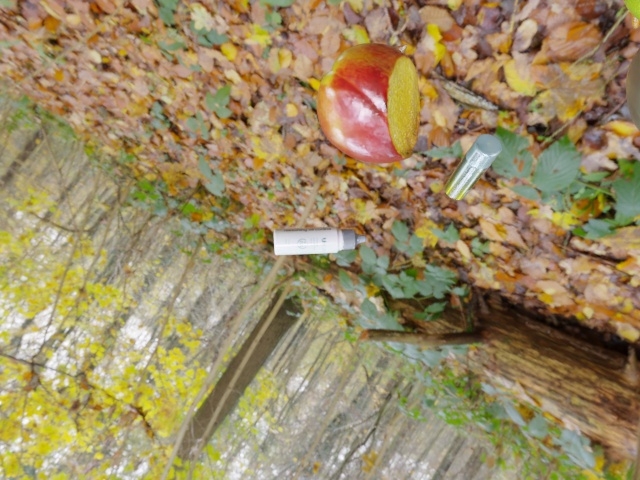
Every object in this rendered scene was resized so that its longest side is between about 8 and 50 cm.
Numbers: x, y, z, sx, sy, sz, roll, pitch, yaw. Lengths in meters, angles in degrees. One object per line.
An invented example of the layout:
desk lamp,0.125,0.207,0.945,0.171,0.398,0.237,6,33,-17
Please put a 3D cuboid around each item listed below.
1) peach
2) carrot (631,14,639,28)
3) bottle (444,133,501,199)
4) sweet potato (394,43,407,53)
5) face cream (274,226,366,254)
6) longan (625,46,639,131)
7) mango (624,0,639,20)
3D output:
peach,0.093,-0.225,0.737,0.192,0.190,0.190,31,173,1
carrot,1.190,-0.889,1.617,0.066,0.062,0.271,40,-171,23
bottle,0.473,-0.225,1.374,0.082,0.082,0.286,32,161,9
sweet potato,0.191,-0.479,1.123,0.034,0.034,0.095,35,164,-19
face cream,0.000,0.000,1.475,0.311,0.092,0.092,-1,175,-4
longan,0.452,-0.177,0.481,0.198,0.212,0.198,21,126,31
mango,0.778,-0.591,0.967,0.192,0.343,0.156,1,141,14
